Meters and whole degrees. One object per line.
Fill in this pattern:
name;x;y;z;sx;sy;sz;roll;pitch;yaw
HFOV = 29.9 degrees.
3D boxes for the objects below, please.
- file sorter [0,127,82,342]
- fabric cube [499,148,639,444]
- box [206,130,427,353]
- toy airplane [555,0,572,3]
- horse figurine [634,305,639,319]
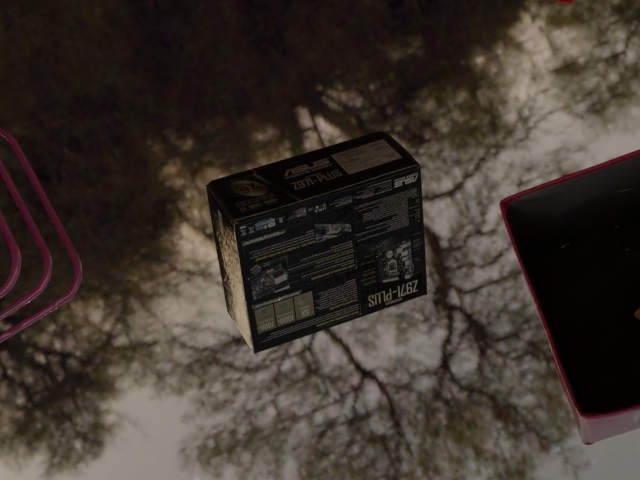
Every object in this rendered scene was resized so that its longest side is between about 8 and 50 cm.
file sorter;-0.349;-0.008;0.973;0.182;0.202;0.291;-32;170;6
fabric cube;0.367;0.063;1.334;0.254;0.259;0.258;-19;160;7
box;0.000;0.000;1.095;0.180;0.147;0.077;-18;-145;-16
toy airplane;0.246;-0.242;1.041;0.151;0.151;0.028;-29;170;-37
horse figurine;0.411;0.008;1.157;0.174;0.066;0.263;-50;-158;-18
